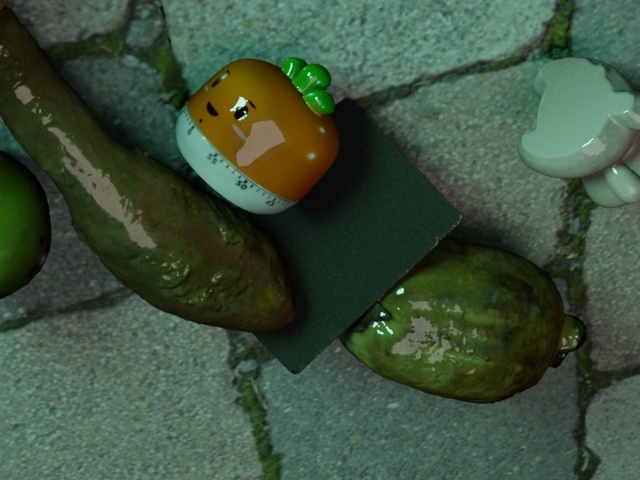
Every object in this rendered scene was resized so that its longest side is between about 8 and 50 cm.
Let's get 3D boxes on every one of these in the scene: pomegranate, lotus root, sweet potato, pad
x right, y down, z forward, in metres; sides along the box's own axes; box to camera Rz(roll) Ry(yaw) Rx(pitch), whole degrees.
[{"bbox_3d":[-0.265,0.006,1.277,0.129,0.159,0.129,-12,159,-5],"label":"pomegranate"},{"bbox_3d":[0.133,0.072,1.505,0.260,0.128,0.145,11,116,-30],"label":"lotus root"},{"bbox_3d":[-0.148,-0.029,1.312,0.109,0.109,0.385,-37,128,14],"label":"sweet potato"},{"bbox_3d":[0.000,0.000,1.415,0.143,0.003,0.211,46,110,-2],"label":"pad"}]

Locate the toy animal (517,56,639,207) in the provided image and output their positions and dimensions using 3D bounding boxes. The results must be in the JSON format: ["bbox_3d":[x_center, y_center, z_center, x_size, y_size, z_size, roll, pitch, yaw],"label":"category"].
[{"bbox_3d":[0.262,-0.074,1.434,0.124,0.124,0.212,-43,137,20],"label":"toy animal"}]

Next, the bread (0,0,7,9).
[{"bbox_3d":[-0.311,-0.239,1.087,0.269,0.095,0.139,29,107,-20],"label":"bread"}]

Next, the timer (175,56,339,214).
[{"bbox_3d":[-0.038,-0.089,1.311,0.136,0.099,0.136,-16,146,-11],"label":"timer"}]
